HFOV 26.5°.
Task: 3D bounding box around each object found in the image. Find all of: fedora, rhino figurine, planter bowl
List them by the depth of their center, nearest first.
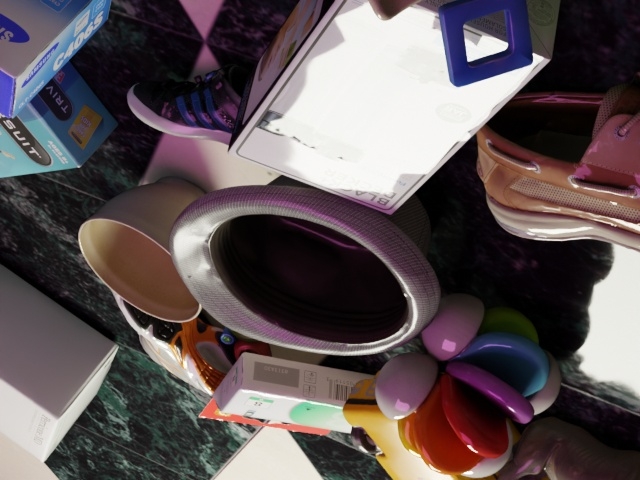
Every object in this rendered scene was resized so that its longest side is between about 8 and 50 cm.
[{"bbox_3d":[0.000,0.000,1.348,0.275,0.124,0.243,-3,134,34],"label":"fedora"},{"bbox_3d":[0.311,0.270,1.443,0.243,0.106,0.073,22,178,18],"label":"rhino figurine"},{"bbox_3d":[-0.174,-0.003,1.522,0.162,0.109,0.162,24,147,17],"label":"planter bowl"}]

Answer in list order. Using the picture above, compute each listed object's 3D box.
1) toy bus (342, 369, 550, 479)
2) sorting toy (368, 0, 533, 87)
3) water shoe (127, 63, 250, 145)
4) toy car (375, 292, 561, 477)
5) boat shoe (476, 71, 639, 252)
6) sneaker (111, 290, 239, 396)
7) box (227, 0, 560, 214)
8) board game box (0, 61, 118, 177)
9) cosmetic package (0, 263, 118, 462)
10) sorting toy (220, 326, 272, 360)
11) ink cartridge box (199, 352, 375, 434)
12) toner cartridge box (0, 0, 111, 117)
[{"bbox_3d":[0.167,0.261,1.531,0.108,0.130,0.332,-5,131,48],"label":"toy bus"},{"bbox_3d":[0.082,-0.269,0.896,0.347,0.196,0.047,60,179,-33],"label":"sorting toy"},{"bbox_3d":[-0.095,-0.139,1.326,0.203,0.073,0.080,18,123,19],"label":"water shoe"},{"bbox_3d":[0.157,0.152,1.345,0.159,0.182,0.136,38,-179,-18],"label":"toy car"},{"bbox_3d":[0.251,-0.064,1.043,0.324,0.123,0.116,0,132,40],"label":"boat shoe"},{"bbox_3d":[-0.204,0.102,1.704,0.121,0.099,0.262,0,133,49],"label":"sneaker"},{"bbox_3d":[0.052,-0.139,1.109,0.169,0.087,0.290,20,151,-15],"label":"box"},{"bbox_3d":[-0.424,-0.187,1.540,0.336,0.079,0.254,-3,132,45],"label":"board game box"},{"bbox_3d":[-0.491,0.134,1.954,0.365,0.155,0.197,35,147,3],"label":"cosmetic package"},{"bbox_3d":[-0.087,0.111,1.664,0.061,0.042,0.102,8,130,12],"label":"sorting toy"},{"bbox_3d":[-0.041,0.213,1.666,0.181,0.056,0.224,11,149,-15],"label":"ink cartridge box"},{"bbox_3d":[-0.389,-0.279,1.307,0.348,0.165,0.075,33,148,3],"label":"toner cartridge box"}]
